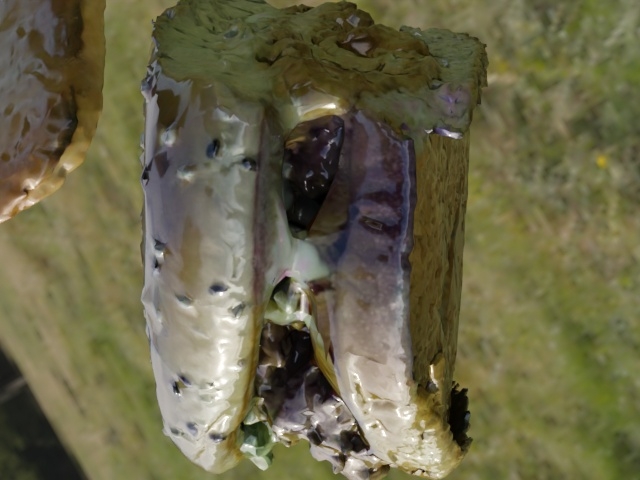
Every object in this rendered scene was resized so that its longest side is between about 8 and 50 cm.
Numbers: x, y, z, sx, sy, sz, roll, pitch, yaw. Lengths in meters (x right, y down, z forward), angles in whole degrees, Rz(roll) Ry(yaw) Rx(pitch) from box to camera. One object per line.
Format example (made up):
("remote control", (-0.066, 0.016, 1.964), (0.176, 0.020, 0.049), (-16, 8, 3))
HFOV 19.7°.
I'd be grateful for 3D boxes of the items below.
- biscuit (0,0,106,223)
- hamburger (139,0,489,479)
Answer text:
("biscuit", (-0.139, -0.107, 0.764), (0.029, 0.118, 0.247), (38, -142, -48))
("hamburger", (0.000, 0.000, 1.072), (0.318, 0.195, 0.277), (-69, -17, -77))
